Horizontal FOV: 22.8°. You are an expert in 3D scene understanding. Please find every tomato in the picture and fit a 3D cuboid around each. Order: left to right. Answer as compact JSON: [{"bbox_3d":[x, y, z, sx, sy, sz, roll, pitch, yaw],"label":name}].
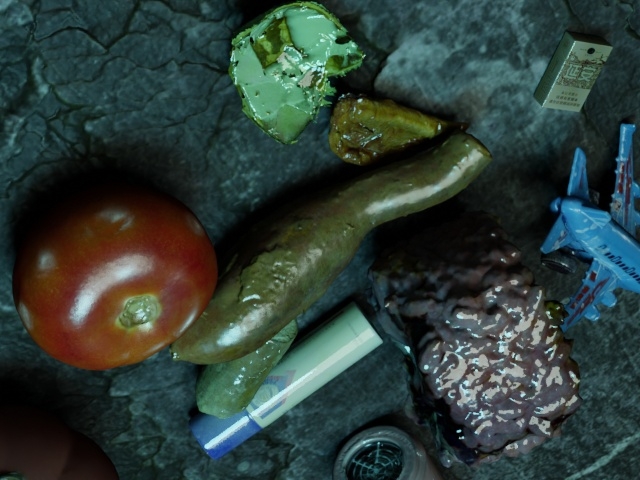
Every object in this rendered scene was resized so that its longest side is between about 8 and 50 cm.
[{"bbox_3d":[-0.199,0.032,1.521,0.195,0.136,0.195,-17,134,-19],"label":"tomato"}]

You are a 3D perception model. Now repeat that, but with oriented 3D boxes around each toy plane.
[{"bbox_3d":[0.317,0.004,1.790,0.271,0.105,0.254,41,68,-58],"label":"toy plane"}]

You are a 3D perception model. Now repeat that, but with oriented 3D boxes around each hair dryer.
[{"bbox_3d":[0.000,0.379,1.956,0.352,0.125,0.210,-27,135,4],"label":"hair dryer"}]

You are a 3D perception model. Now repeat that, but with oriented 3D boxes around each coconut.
[{"bbox_3d":[-0.028,-0.168,1.500,0.133,0.055,0.158,-22,137,-23],"label":"coconut"}]

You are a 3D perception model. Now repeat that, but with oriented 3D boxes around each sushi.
[{"bbox_3d":[0.156,0.113,1.725,0.171,0.236,0.270,-27,120,-11],"label":"sushi"}]

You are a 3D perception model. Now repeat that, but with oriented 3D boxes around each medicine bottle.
[{"bbox_3d":[-0.039,0.157,1.771,0.231,0.059,0.059,-36,136,2],"label":"medicine bottle"}]

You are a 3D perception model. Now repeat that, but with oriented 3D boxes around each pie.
[{"bbox_3d":[0.060,-0.110,1.610,0.191,0.033,0.088,10,131,-45],"label":"pie"}]

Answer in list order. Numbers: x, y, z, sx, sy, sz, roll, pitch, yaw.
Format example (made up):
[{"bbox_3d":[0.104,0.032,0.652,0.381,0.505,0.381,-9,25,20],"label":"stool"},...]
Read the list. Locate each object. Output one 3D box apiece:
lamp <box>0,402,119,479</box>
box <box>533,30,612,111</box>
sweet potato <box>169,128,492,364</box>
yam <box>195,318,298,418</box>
[{"bbox_3d":[-0.333,0.311,1.593,0.303,0.257,0.303,-1,92,-18],"label":"lamp"},{"bbox_3d":[0.266,-0.178,1.677,0.053,0.024,0.083,3,127,-31],"label":"box"},{"bbox_3d":[0.000,0.000,1.630,0.385,0.109,0.109,-37,136,-4],"label":"sweet potato"},{"bbox_3d":[-0.081,0.124,1.716,0.069,0.070,0.146,15,119,-37],"label":"yam"}]
